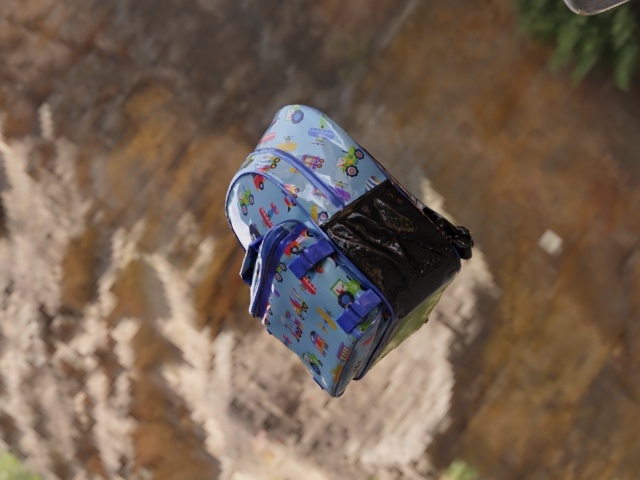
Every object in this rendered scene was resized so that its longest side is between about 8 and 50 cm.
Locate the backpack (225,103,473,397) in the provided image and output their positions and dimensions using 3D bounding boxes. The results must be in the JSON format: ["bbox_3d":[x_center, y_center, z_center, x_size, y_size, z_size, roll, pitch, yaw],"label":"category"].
[{"bbox_3d":[0.000,0.000,1.204,0.117,0.173,0.158,-38,-11,-25],"label":"backpack"}]

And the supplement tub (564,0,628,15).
[{"bbox_3d":[0.311,-0.329,1.337,0.338,0.207,0.207,-23,3,14],"label":"supplement tub"}]
